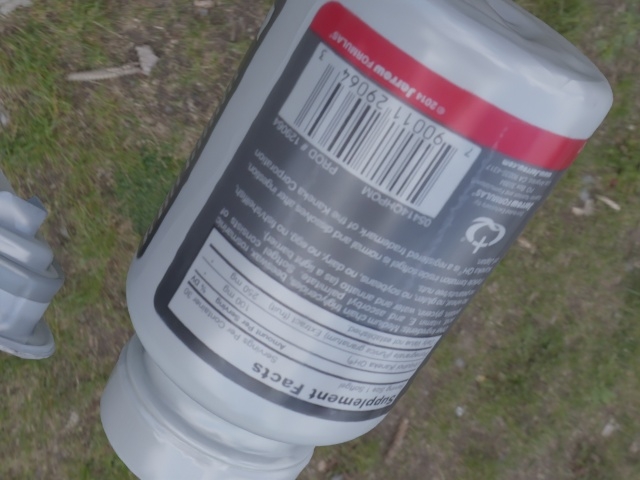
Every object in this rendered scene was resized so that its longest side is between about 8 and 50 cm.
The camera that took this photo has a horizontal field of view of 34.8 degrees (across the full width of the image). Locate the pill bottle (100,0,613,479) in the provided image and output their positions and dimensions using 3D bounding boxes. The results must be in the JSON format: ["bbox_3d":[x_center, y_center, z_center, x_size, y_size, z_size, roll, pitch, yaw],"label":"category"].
[{"bbox_3d":[0.000,0.000,0.572,0.176,0.176,0.318,22,115,-24],"label":"pill bottle"}]

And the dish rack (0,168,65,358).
[{"bbox_3d":[-0.289,-0.071,0.612,0.285,0.333,0.072,33,92,-34],"label":"dish rack"}]
